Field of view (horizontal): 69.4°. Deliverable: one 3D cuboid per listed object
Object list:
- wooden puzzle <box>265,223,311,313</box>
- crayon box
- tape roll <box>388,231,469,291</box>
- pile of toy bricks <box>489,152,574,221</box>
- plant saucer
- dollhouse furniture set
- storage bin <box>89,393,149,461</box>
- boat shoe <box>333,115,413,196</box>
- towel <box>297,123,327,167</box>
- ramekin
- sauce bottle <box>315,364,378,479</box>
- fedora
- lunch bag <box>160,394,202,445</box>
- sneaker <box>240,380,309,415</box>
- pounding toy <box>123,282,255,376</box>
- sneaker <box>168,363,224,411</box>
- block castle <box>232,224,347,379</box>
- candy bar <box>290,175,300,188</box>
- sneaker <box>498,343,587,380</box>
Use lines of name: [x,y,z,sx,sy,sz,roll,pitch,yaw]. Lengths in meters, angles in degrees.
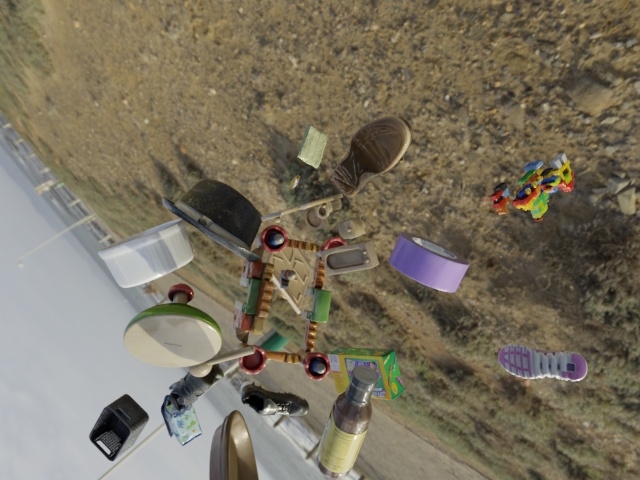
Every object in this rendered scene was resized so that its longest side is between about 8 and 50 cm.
wooden puzzle: [-0.169,0.142,2.275,0.080,0.348,0.322,-16,125,23]
crayon box: [0.167,0.501,1.757,0.278,0.081,0.165,-10,94,44]
tape roll: [0.276,0.053,1.184,0.189,0.080,0.189,22,-167,-5]
pile of toy bricks: [0.469,-0.096,1.011,0.118,0.212,0.105,-9,112,54]
plant saucer: [-0.141,0.436,0.786,0.278,0.041,0.278,169,90,-86]
dollhouse furniture set: [0.000,0.000,0.863,0.144,0.123,0.151,-13,95,41]
storage bin: [-0.653,0.605,1.497,0.122,0.084,0.180,39,114,10]
boat shoe: [0.148,-0.224,1.188,0.123,0.123,0.342,55,154,6]
towel: [-0.028,-0.366,1.793,0.110,0.148,0.027,24,167,-37]
ramekin: [-0.542,0.040,1.471,0.277,0.277,0.135,1,114,62]
sauce bottle: [0.076,0.488,1.245,0.111,0.111,0.344,34,119,35]
fedora: [-0.290,-0.079,1.364,0.334,0.152,0.334,33,174,4]
lunch bag: [-0.493,0.616,1.605,0.151,0.096,0.129,9,116,53]
sneaker: [-0.151,0.523,1.474,0.234,0.078,0.106,18,-172,-1]
pounding toy: [-0.272,0.173,0.941,0.237,0.183,0.110,41,-152,-39]
sneaker: [-0.346,0.392,1.281,0.087,0.130,0.227,53,180,1]
block castle: [-0.094,0.192,1.461,0.303,0.453,0.213,12,175,-21]
candy bar: [-0.083,-0.193,1.519,0.018,0.040,0.161,18,-170,-2]
sneaker: [0.659,0.364,1.381,0.236,0.095,0.104,2,174,26]
